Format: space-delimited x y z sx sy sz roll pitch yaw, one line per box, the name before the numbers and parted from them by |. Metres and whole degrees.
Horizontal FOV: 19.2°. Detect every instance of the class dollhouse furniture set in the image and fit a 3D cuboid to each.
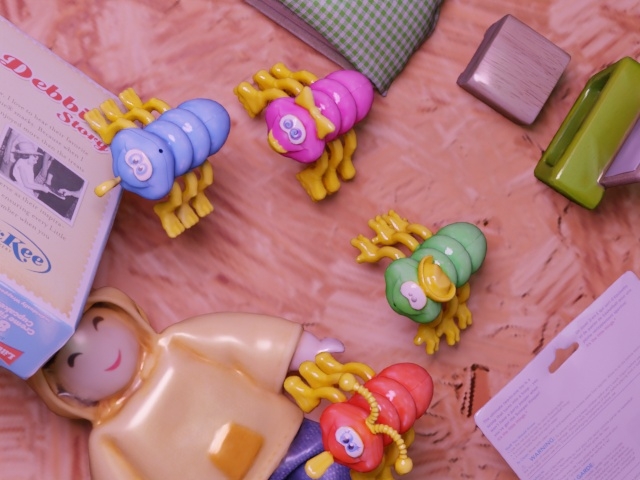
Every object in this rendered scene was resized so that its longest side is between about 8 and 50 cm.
dollhouse furniture set | 0.099 -0.177 1.123 0.301 0.151 0.197 33 83 -9

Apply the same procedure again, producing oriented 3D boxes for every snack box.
snack box | -0.252 -0.084 1.007 0.322 0.060 0.187 35 38 -19

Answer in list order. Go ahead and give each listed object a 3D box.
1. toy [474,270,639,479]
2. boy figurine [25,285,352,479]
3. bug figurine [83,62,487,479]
toy | 0.205 0.150 1.189 0.137 0.056 0.237 -42 102 -13
boy figurine | -0.060 0.113 1.117 0.285 0.092 0.177 42 85 -11
bug figurine | 0.000 0.000 1.092 0.279 0.072 0.216 52 45 -5
